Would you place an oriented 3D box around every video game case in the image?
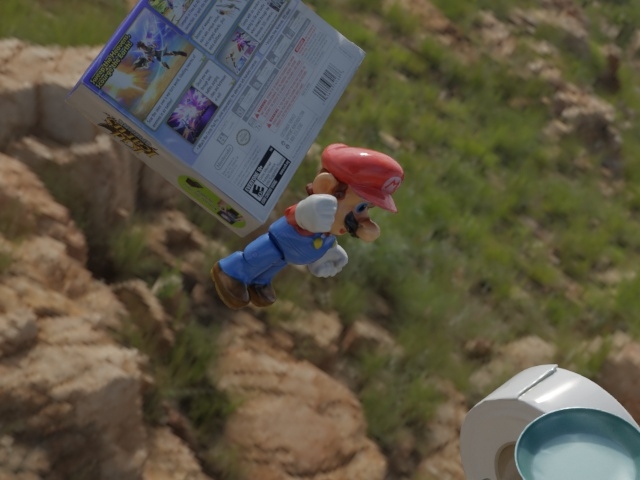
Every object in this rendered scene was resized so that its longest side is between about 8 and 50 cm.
[{"bbox_3d":[-0.109,-0.181,1.474,0.244,0.061,0.269,39,59,-15],"label":"video game case"}]

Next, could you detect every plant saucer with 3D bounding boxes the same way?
[{"bbox_3d":[0.229,0.194,1.163,0.119,0.021,0.119,-4,38,3],"label":"plant saucer"}]

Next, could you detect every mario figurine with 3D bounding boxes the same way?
[{"bbox_3d":[0.000,0.000,1.926,0.170,0.320,0.198,42,23,-18],"label":"mario figurine"}]

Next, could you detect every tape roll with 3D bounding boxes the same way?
[{"bbox_3d":[0.330,0.320,1.862,0.100,0.286,0.286,-30,62,-34],"label":"tape roll"}]

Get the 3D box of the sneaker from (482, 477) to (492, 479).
[{"bbox_3d":[0.190,0.309,1.659,0.035,0.031,0.083,39,23,12],"label":"sneaker"}]
